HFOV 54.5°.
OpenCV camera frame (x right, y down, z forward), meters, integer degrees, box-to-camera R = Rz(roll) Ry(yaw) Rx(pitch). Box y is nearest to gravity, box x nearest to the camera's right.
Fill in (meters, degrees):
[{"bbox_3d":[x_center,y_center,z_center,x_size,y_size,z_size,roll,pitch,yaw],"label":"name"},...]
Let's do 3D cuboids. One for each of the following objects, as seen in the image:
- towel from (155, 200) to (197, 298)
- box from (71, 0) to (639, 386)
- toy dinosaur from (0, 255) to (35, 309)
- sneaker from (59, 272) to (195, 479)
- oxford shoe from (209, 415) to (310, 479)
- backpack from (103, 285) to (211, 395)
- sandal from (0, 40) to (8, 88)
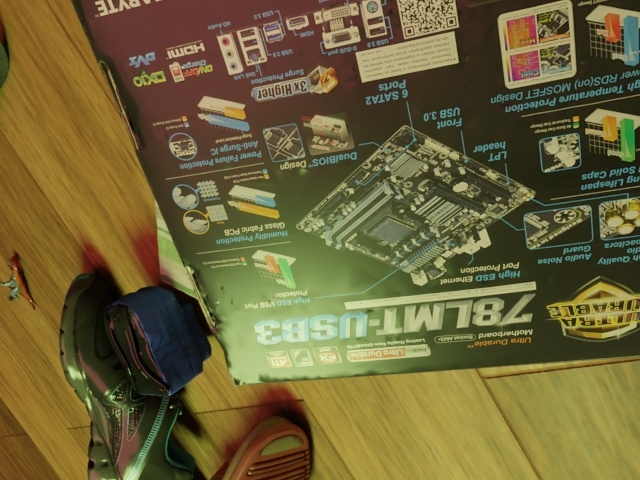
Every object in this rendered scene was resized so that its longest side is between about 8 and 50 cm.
[{"bbox_3d":[-0.134,0.003,0.686,0.113,0.023,0.152,24,129,21],"label":"towel"},{"bbox_3d":[0.044,-0.051,0.364,0.296,0.073,0.293,-8,120,17],"label":"box"},{"bbox_3d":[-0.490,0.062,1.011,0.090,0.047,0.082,27,132,-25],"label":"toy dinosaur"},{"bbox_3d":[-0.269,0.204,0.877,0.140,0.125,0.340,-10,103,-4],"label":"sneaker"},{"bbox_3d":[-0.114,0.340,0.829,0.130,0.123,0.348,54,132,44],"label":"oxford shoe"},{"bbox_3d":[-0.199,0.113,0.751,0.098,0.101,0.120,-15,104,42],"label":"backpack"},{"bbox_3d":[-0.450,-0.172,0.760,0.054,0.097,0.254,49,137,1],"label":"sandal"}]
